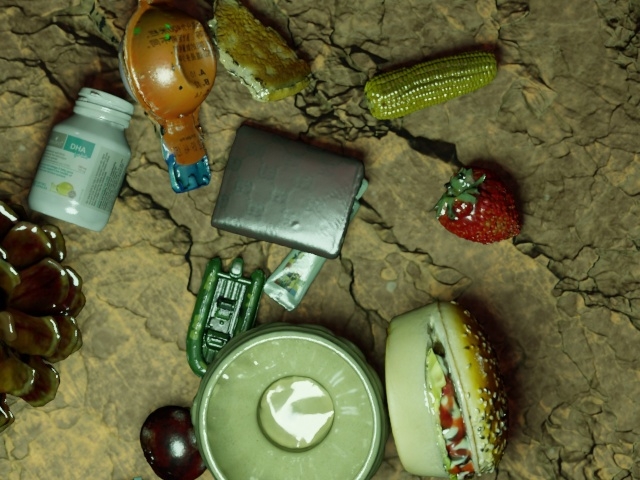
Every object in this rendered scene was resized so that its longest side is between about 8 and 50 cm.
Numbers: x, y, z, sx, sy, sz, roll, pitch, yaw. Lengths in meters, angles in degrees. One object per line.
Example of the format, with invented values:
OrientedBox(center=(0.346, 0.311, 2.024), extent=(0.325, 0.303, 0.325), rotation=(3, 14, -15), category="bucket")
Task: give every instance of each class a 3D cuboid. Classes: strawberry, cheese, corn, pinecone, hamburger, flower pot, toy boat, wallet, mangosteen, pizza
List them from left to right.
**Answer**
OrientedBox(center=(-0.548, 0.123, 1.778), extent=(0.398, 0.398, 0.397), rotation=(0, 87, -3), category="pinecone")
OrientedBox(center=(-0.239, -0.241, 1.895), extent=(0.129, 0.217, 0.329), rotation=(-4, 103, 32), category="cheese")
OrientedBox(center=(-0.222, 0.324, 1.899), extent=(0.140, 0.140, 0.140), rotation=(0, 87, -3), category="mangosteen")
OrientedBox(center=(-0.161, 0.129, 1.938), extent=(0.104, 0.052, 0.210), rotation=(17, 86, -5), category="toy boat")
OrientedBox(center=(-0.120, -0.312, 1.932), extent=(0.226, 0.069, 0.147), rotation=(40, 47, -3), category="pizza")
OrientedBox(center=(-0.053, -0.079, 1.938), extent=(0.229, 0.049, 0.181), rotation=(16, 88, 8), category="wallet")
OrientedBox(center=(-0.045, 0.276, 1.838), extent=(0.308, 0.244, 0.307), rotation=(0, 87, 2), category="flower pot")
OrientedBox(center=(0.185, -0.262, 1.965), extent=(0.231, 0.080, 0.080), rotation=(-16, 88, -6), category="corn")
OrientedBox(center=(0.203, 0.239, 1.840), extent=(0.176, 0.300, 0.300), rotation=(-11, 88, 12), category="hamburger")
OrientedBox(center=(0.265, -0.056, 1.950), extent=(0.131, 0.148, 0.131), rotation=(-15, 63, 31), category="strawberry")

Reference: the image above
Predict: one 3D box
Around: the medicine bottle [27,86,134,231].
OrientedBox(center=(-0.380, -0.133, 1.895), extent=(0.135, 0.135, 0.215), rotation=(19, 87, -2), category="medicine bottle")

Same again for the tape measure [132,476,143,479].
OrientedBox(center=(-0.305, 0.478, 1.890), extent=(0.175, 0.106, 0.200), rotation=(40, 88, -15), category="tape measure")

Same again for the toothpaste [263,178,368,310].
OrientedBox(center=(0.000, 0.000, 1.964), extent=(0.067, 0.037, 0.255), rotation=(36, 89, -1), category="toothpaste")
